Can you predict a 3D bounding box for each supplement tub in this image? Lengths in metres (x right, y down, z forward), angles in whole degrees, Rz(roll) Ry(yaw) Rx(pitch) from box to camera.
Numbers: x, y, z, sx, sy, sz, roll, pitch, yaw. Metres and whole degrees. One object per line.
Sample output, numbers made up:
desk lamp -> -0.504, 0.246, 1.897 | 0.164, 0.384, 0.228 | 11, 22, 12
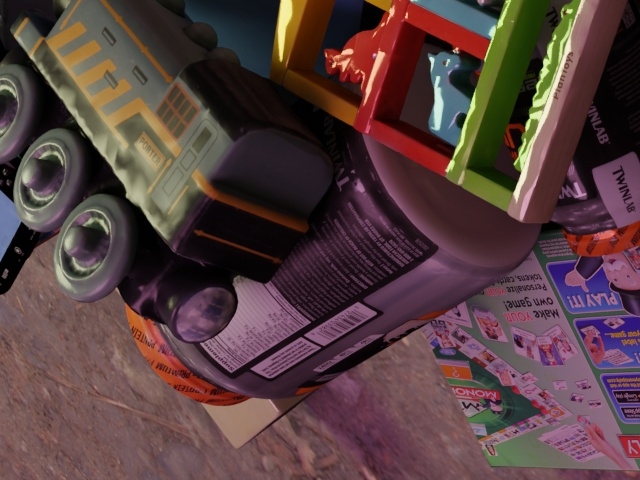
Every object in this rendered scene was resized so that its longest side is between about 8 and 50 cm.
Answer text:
supplement tub -> 0.000, 0.000, 1.470 | 0.316, 0.193, 0.193 | -33, 91, 42
supplement tub -> 0.175, -0.092, 1.297 | 0.117, 0.117, 0.190 | -3, 116, 55

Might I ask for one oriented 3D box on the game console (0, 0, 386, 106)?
game console -> -0.092, -0.236, 1.452 | 0.342, 0.060, 0.386 | 16, 138, 7

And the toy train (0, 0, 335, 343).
toy train -> -0.127, -0.074, 1.390 | 0.190, 0.142, 0.334 | -53, 46, 14

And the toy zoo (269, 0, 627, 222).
toy zoo -> 0.066, -0.156, 1.254 | 0.293, 0.030, 0.192 | 32, 112, 40

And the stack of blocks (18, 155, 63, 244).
stack of blocks -> -0.315, -0.152, 1.944 | 0.297, 0.087, 0.171 | 57, 149, -2

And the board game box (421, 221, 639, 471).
board game box -> 0.198, 0.079, 1.498 | 0.317, 0.046, 0.213 | -8, 114, 56

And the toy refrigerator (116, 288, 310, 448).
toy refrigerator -> -0.110, 0.055, 1.858 | 0.269, 0.094, 0.102 | 52, 142, 5

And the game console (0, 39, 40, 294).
game console -> -0.285, -0.053, 1.858 | 0.213, 0.044, 0.361 | 50, 141, 10
